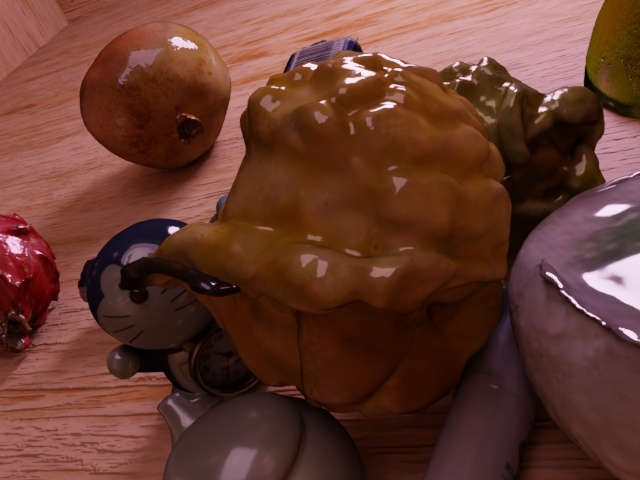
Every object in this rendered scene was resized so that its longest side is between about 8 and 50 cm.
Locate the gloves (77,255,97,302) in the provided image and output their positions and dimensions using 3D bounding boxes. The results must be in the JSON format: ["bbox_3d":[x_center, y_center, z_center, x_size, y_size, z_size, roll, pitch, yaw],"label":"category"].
[{"bbox_3d":[-0.296,0.065,1.206,0.144,0.094,0.110,17,58,24],"label":"gloves"}]

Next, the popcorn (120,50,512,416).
[{"bbox_3d":[0.000,0.000,0.753,0.381,0.349,0.349,-12,28,-13],"label":"popcorn"}]

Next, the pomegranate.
[{"bbox_3d":[-0.320,-0.280,1.562,0.319,0.319,0.319,-19,32,12],"label":"pomegranate"}]

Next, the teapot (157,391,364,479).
[{"bbox_3d":[-0.086,0.262,0.697,0.220,0.149,0.318,-12,33,25],"label":"teapot"}]

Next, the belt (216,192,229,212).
[{"bbox_3d":[-0.070,-0.042,1.233,0.179,0.100,0.065,-13,29,-7],"label":"belt"}]

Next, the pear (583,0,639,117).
[{"bbox_3d":[0.560,-0.345,1.107,0.398,0.165,0.399,-19,32,12],"label":"pear"}]

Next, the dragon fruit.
[{"bbox_3d":[-0.528,0.064,1.285,0.210,0.205,0.268,-53,49,23],"label":"dragon fruit"}]

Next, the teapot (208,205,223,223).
[{"bbox_3d":[-0.074,0.025,1.069,0.159,0.159,0.232,-43,25,-26],"label":"teapot"}]

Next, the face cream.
[{"bbox_3d":[0.164,0.155,0.740,0.077,0.077,0.250,-3,40,34],"label":"face cream"}]

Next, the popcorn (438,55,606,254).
[{"bbox_3d":[0.215,-0.095,0.923,0.195,0.256,0.255,-46,6,-16],"label":"popcorn"}]

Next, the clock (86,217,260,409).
[{"bbox_3d":[-0.173,0.089,0.934,0.199,0.243,0.146,-32,29,-4],"label":"clock"}]

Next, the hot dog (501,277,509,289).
[{"bbox_3d":[0.168,0.050,0.942,0.137,0.028,0.044,2,67,43],"label":"hot dog"}]

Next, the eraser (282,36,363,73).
[{"bbox_3d":[-0.002,-0.275,1.491,0.155,0.102,0.332,-13,35,19],"label":"eraser"}]

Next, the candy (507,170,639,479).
[{"bbox_3d":[0.348,0.054,0.648,0.386,0.186,0.427,-24,28,-7],"label":"candy"}]
